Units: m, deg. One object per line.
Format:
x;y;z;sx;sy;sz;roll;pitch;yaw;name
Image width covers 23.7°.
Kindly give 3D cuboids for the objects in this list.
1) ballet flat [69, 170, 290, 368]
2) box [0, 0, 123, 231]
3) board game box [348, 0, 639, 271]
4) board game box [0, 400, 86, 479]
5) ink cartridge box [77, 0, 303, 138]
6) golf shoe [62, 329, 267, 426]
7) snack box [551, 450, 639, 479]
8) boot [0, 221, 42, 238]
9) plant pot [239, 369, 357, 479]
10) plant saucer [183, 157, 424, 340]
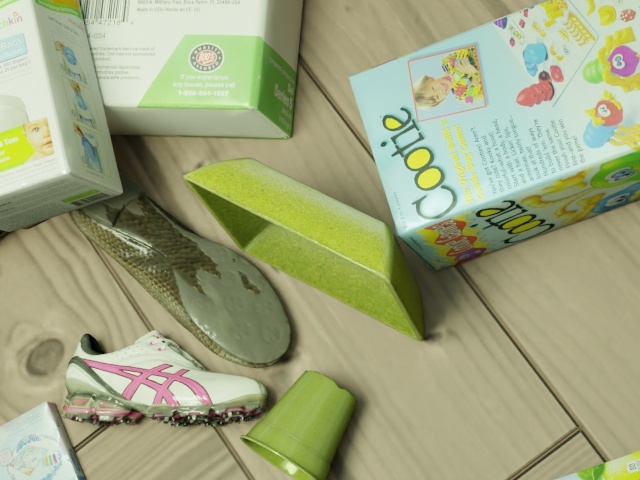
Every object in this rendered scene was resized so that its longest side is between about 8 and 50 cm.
-0.127;0.028;1.335;0.250;0.058;0.084;38;55;14;ballet flat
-0.252;-0.124;1.255;0.114;0.103;0.203;-17;77;15;box
0.185;-0.097;1.221;0.275;0.142;0.144;-20;73;11;board game box
-0.259;0.202;1.349;0.090;0.020;0.090;-28;73;9;board game box
-0.120;-0.235;1.352;0.198;0.115;0.272;3;80;17;ink cartridge box
-0.134;0.117;1.306;0.186;0.067;0.086;0;77;16;golf shoe
0.196;0.278;1.133;0.175;0.070;0.207;-20;44;11;snack box
-0.336;-0.016;1.372;0.219;0.106;0.082;-36;72;6;boot
-0.011;0.153;1.265;0.083;0.083;0.079;28;74;19;plant pot
0.000;0.000;1.232;0.188;0.188;0.045;27;79;19;plant saucer
